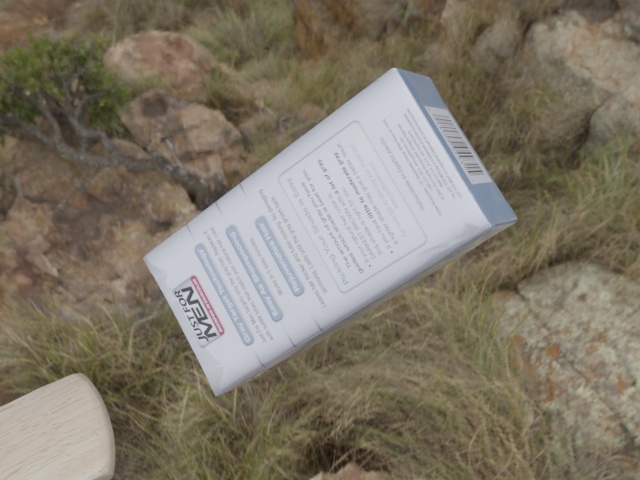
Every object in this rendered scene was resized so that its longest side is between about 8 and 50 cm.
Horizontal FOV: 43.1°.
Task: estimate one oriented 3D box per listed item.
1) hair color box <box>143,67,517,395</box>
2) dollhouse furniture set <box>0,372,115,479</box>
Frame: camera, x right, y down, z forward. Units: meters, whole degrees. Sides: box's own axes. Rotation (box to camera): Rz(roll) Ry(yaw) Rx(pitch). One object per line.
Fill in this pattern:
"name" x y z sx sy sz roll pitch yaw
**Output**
"hair color box" 0.000 0.000 0.892 0.374 0.113 0.185 -34 80 25
"dollhouse furniture set" -0.052 0.238 0.442 0.198 0.303 0.286 -25 60 -1
